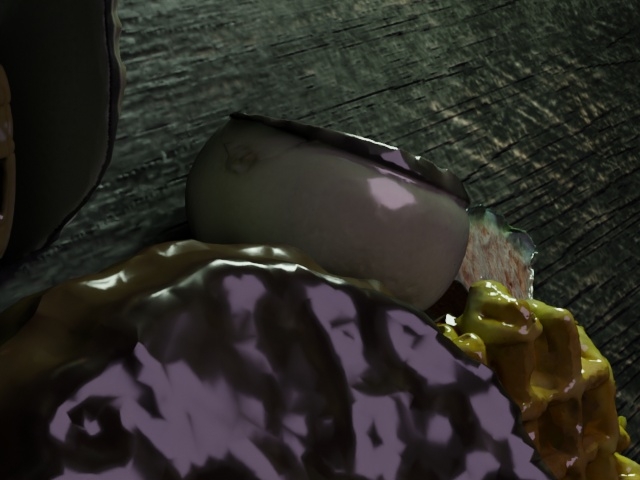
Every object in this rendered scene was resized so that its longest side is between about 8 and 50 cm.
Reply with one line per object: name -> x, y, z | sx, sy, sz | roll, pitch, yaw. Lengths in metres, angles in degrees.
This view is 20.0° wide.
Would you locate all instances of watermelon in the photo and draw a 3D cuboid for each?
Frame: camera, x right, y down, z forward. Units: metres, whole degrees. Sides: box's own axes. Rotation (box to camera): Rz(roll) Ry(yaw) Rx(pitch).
watermelon -> 0.106, 0.052, 1.286 | 0.187, 0.071, 0.139 | 7, 65, -64

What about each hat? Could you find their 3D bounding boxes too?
hat -> -0.187, -0.136, 0.943 | 0.258, 0.168, 0.301 | -174, -101, -86

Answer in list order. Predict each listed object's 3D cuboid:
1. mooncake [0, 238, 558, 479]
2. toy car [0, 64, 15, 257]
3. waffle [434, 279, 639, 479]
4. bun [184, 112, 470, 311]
mooncake -> -0.045, 0.159, 0.759 | 0.324, 0.187, 0.324 | 14, 63, -29
toy car -> -0.233, -0.011, 0.768 | 0.256, 0.101, 0.124 | -34, 124, -60
waffle -> 0.104, 0.184, 1.033 | 0.329, 0.062, 0.329 | -9, 103, -46
bun -> 0.000, 0.000, 1.089 | 0.173, 0.173, 0.120 | 19, 87, -49
